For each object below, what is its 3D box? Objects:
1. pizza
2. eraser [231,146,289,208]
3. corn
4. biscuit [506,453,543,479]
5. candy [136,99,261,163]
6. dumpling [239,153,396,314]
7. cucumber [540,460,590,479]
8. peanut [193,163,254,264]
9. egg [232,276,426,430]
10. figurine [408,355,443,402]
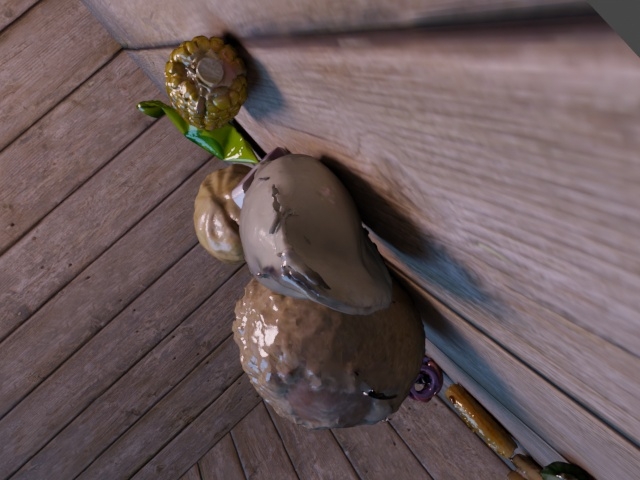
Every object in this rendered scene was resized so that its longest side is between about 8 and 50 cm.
[{"bbox_3d":[0.364,0.417,0.998,0.182,0.062,0.161,44,180,14],"label":"pizza"},{"bbox_3d":[-0.062,-0.068,0.535,0.026,0.105,0.065,-24,116,44],"label":"eraser"},{"bbox_3d":[-0.124,-0.160,0.456,0.080,0.080,0.238,49,174,-17],"label":"corn"},{"bbox_3d":[0.517,0.587,0.917,0.259,0.079,0.259,45,175,5],"label":"biscuit"},{"bbox_3d":[-0.193,-0.195,0.759,0.246,0.069,0.149,30,-171,-18],"label":"candy"},{"bbox_3d":[0.000,0.000,0.427,0.173,0.142,0.247,20,-154,-22],"label":"dumpling"},{"bbox_3d":[0.336,0.319,0.565,0.067,0.035,0.107,21,159,36],"label":"cucumber"},{"bbox_3d":[-0.106,-0.050,0.673,0.149,0.149,0.313,47,-167,-1],"label":"peanut"},{"bbox_3d":[0.020,0.143,0.627,0.310,0.279,0.279,47,177,-42],"label":"egg"},{"bbox_3d":[0.275,0.362,1.143,0.114,0.126,0.157,4,-170,17],"label":"figurine"}]
